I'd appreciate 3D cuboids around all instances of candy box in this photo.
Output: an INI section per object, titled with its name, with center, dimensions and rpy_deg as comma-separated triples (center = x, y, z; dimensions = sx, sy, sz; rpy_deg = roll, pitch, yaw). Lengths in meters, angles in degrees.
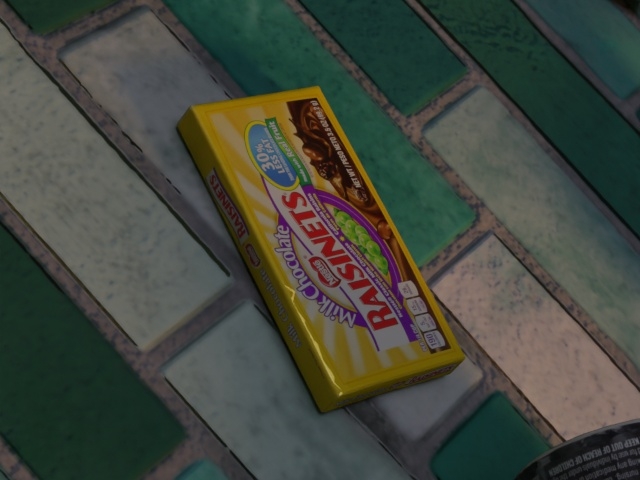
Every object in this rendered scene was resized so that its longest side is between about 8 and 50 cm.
[candy box]
center = 0.000, 0.000, 0.959
dimensions = 0.105, 0.027, 0.206
rpy_deg = -14, 67, -36

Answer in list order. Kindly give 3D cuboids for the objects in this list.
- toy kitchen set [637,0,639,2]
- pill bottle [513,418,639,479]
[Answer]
[toy kitchen set]
center = 0.267, -0.158, 1.215
dimensions = 0.166, 0.122, 0.207
rpy_deg = 29, 27, -13
[pill bottle]
center = 0.195, 0.230, 0.852
dimensions = 0.130, 0.130, 0.246
rpy_deg = 5, 57, -31
